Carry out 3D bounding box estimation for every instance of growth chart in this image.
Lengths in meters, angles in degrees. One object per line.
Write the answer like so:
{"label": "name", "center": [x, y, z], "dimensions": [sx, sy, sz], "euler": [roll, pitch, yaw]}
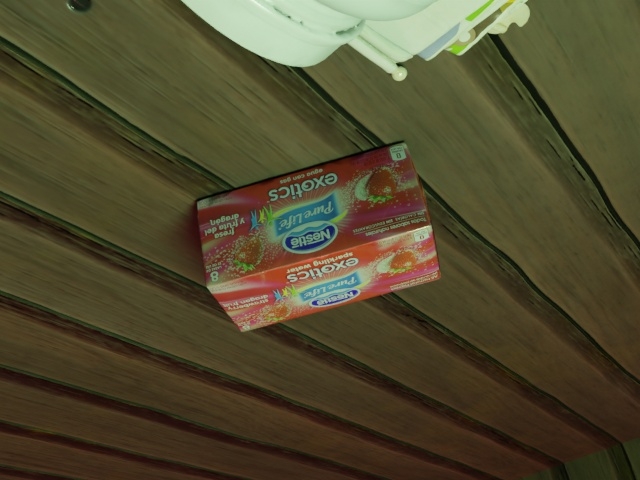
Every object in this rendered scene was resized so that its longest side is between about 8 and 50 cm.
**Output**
{"label": "growth chart", "center": [0.123, -0.228, 0.698], "dimensions": [0.237, 0.021, 0.172], "euler": [-30, 143, 25]}

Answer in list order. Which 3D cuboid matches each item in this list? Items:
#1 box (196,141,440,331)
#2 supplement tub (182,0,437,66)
{"label": "box", "center": [0.000, 0.000, 0.909], "dimensions": [0.256, 0.123, 0.128], "euler": [-15, 148, 5]}
{"label": "supplement tub", "center": [0.049, -0.270, 0.414], "dimensions": [0.235, 0.235, 0.325], "euler": [22, 134, -41]}
